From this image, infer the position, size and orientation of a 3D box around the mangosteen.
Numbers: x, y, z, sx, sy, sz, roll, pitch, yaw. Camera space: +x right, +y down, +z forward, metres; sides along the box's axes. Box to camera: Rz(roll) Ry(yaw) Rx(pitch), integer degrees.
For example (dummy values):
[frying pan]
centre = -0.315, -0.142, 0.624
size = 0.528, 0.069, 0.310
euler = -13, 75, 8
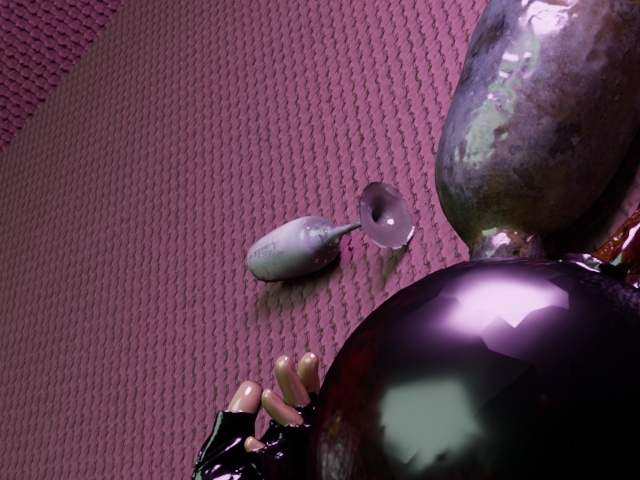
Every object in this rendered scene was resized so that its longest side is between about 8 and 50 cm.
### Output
[mangosteen]
centre = 0.126, 0.180, 1.054
size = 0.307, 0.307, 0.347
euler = 17, 85, 66

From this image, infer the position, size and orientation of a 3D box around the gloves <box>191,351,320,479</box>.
[gloves]
centre = -0.045, 0.201, 1.567
size = 0.203, 0.124, 0.164
euler = -56, 41, -1

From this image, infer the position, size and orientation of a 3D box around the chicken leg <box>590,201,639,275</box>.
[chicken leg]
centre = 0.239, 0.012, 1.356
size = 0.253, 0.051, 0.106
euler = -53, 18, 1

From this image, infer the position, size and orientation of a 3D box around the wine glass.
[wine glass]
centre = 0.000, 0.000, 1.814
size = 0.262, 0.074, 0.074
euler = -21, 41, 56

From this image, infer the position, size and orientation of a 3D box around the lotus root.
[lotus root]
centre = 0.189, -0.115, 1.475
size = 0.175, 0.175, 0.349
euler = -10, 51, 60
